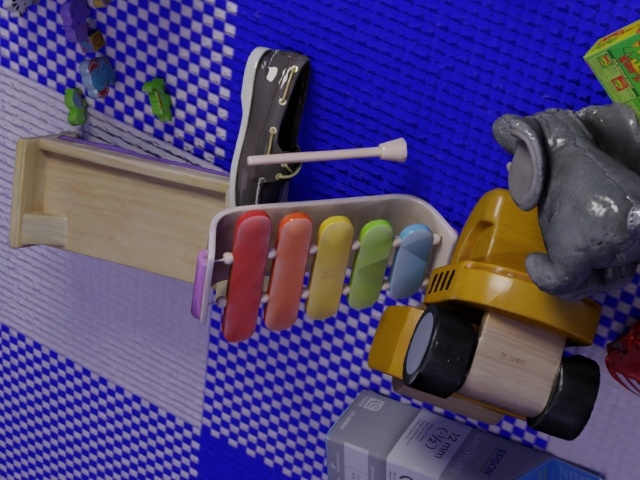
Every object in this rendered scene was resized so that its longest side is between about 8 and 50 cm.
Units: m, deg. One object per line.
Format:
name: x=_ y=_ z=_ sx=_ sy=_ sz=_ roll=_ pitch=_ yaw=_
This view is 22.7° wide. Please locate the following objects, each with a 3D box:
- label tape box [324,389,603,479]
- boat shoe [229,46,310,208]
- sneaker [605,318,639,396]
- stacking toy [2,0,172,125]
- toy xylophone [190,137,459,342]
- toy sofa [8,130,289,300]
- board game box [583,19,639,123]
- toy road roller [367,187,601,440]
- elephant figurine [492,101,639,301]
label tape box: x=0.182 y=0.368 z=2.085 sx=0.347 sy=0.115 sz=0.249 roll=19 pitch=132 yaw=26
boat shoe: x=-0.056 y=-0.109 z=1.866 sx=0.068 sy=0.081 sz=0.228 roll=10 pitch=102 yaw=22
sneaker: x=0.359 y=0.099 z=1.764 sx=0.128 sy=0.087 sz=0.221 roll=-3 pitch=119 yaw=37
stacking toy: x=-0.294 y=-0.239 z=2.009 sx=0.167 sy=0.052 sz=0.221 roll=1 pitch=123 yaw=37
toy xylophone: x=0.000 y=0.000 z=1.848 sx=0.236 sy=0.322 sz=0.081 roll=91 pitch=163 yaw=-45
toy sofa: x=-0.211 y=-0.039 z=2.058 sx=0.362 sy=0.177 sz=0.150 roll=14 pitch=105 yaw=29
board game box: x=0.356 y=-0.137 z=1.611 sx=0.092 sy=0.043 sz=0.181 roll=-24 pitch=107 yaw=44
toy road roller: x=0.202 y=0.079 z=1.798 sx=0.202 sy=0.241 sz=0.329 roll=20 pitch=173 yaw=-8
elephant figurine: x=0.248 y=-0.071 z=1.617 sx=0.186 sy=0.169 sz=0.239 roll=-33 pitch=66 yaw=32
